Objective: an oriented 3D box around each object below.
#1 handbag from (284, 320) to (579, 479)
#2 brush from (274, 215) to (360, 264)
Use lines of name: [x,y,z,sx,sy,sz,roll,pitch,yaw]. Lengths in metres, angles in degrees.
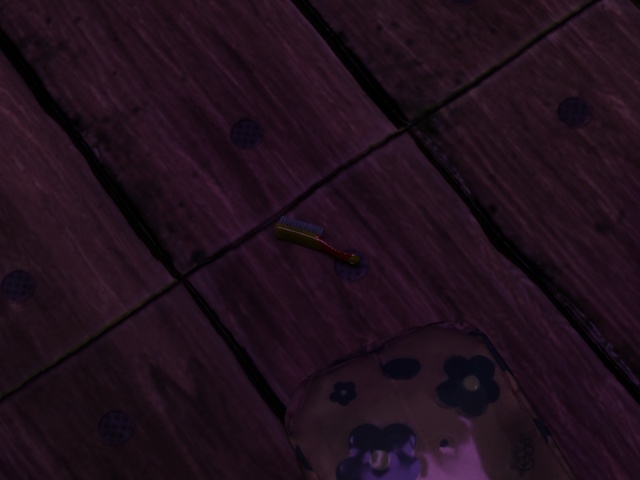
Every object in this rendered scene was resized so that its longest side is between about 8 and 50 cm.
handbag: [0.098,0.212,1.400,0.190,0.193,0.251,-25,65,-8]
brush: [0.000,0.000,1.604,0.083,0.019,0.021,21,59,17]
